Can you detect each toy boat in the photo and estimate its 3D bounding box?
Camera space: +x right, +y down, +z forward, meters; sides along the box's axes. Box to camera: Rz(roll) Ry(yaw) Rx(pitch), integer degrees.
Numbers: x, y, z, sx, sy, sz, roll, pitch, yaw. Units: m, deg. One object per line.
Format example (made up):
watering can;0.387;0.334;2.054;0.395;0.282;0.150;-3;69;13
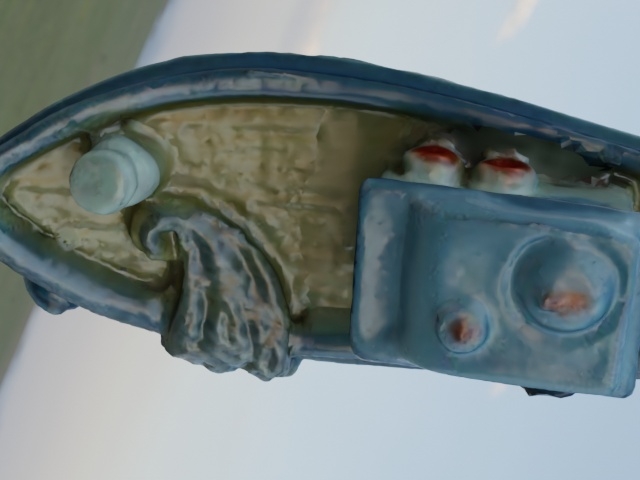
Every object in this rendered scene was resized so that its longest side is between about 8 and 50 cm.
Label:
toy boat;0.000;0.000;0.514;0.098;0.238;0.109;-67;164;-70
